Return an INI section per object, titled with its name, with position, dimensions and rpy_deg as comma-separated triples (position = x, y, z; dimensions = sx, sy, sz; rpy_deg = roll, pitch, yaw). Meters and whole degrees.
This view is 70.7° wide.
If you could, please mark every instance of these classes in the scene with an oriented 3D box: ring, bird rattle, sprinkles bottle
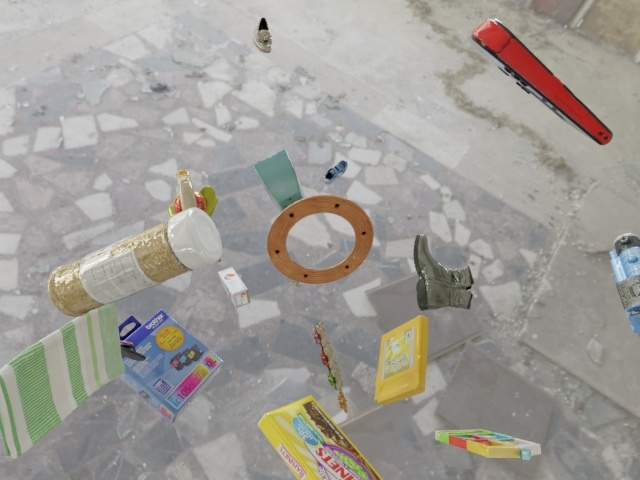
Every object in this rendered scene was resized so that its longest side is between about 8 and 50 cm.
[ring]
position = 0.000, 0.000, 1.417
dimensions = 0.337, 0.336, 0.032
rpy_deg = 4, 34, -12
[bird rattle]
position = -0.336, -0.059, 1.146
dimensions = 0.143, 0.206, 0.253
rpy_deg = -7, 44, -7
[sprinkles bottle]
position = -0.385, 0.050, 0.935
dimensions = 0.356, 0.121, 0.121
rpy_deg = -21, 58, 13

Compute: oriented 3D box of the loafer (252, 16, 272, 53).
[loafer]
position = -0.140, -0.499, 1.092
dimensions = 0.045, 0.039, 0.125
rpy_deg = 6, 46, -22

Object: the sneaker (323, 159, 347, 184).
[sneaker]
position = 0.069, -0.313, 2.050
dimensions = 0.053, 0.059, 0.144
rpy_deg = 41, 87, 16

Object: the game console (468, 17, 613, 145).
[game console]
position = 0.475, -0.361, 1.020
dimensions = 0.342, 0.060, 0.386
rpy_deg = 43, 28, -3

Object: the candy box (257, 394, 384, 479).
[candy box]
position = 0.018, 0.293, 0.575
dimensions = 0.206, 0.027, 0.105
rpy_deg = 42, 23, 29

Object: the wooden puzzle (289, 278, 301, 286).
[wooden puzzle]
position = -0.103, 0.150, 1.754
dimensions = 0.006, 0.049, 0.083
rpy_deg = -32, 62, -30

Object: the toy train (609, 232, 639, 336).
[toy train]
position = 0.482, 0.066, 0.666
dimensions = 0.105, 0.080, 0.184
rpy_deg = 45, 40, -26

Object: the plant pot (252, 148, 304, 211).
[plant pot]
position = -0.168, -0.245, 2.017
dimensions = 0.166, 0.165, 0.234
rpy_deg = -26, 59, -2

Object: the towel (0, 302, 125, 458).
[towel]
position = -0.610, 0.319, 1.081
dimensions = 0.038, 0.247, 0.325
rpy_deg = 14, 27, 19

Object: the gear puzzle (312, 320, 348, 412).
[gear puzzle]
position = 0.035, 0.468, 1.660
dimensions = 0.044, 0.175, 0.338
rpy_deg = -20, 85, 5

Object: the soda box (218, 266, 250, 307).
[soda box]
position = -0.371, 0.199, 1.933
dimensions = 0.069, 0.073, 0.216
rpy_deg = -20, 31, -20

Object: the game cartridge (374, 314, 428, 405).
[game cartridge]
position = 0.334, 0.502, 1.878
dimensions = 0.053, 0.285, 0.323
rpy_deg = 30, 48, -16

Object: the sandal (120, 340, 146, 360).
[sandal]
position = -0.635, 0.336, 1.435
dimensions = 0.179, 0.067, 0.040
rpy_deg = 18, 53, 10

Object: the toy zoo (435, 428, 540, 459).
[toy zoo]
position = 0.513, 0.614, 1.364
dimensions = 0.193, 0.293, 0.030
rpy_deg = 7, 76, -20

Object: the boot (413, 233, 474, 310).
[boot]
position = 0.364, 0.090, 1.333
dimensions = 0.161, 0.083, 0.246
rpy_deg = -8, 68, 18

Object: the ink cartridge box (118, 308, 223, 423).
[ink cartridge box]
position = -0.615, 0.457, 1.729
dimensions = 0.396, 0.151, 0.270
rpy_deg = 36, 48, 7
